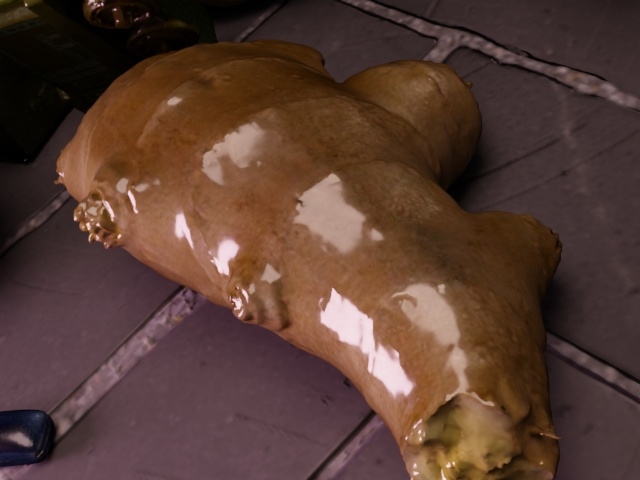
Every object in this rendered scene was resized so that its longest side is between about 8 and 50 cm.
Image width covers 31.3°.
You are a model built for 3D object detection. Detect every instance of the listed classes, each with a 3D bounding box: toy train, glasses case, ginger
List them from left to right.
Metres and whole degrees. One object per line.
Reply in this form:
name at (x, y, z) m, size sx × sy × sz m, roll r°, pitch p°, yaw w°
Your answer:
glasses case at (-0.200, 0.118, 0.685) m, size 0.083 × 0.023 × 0.033 m, roll -8°, pitch 49°, yaw 19°
toy train at (-0.151, -0.155, 0.776) m, size 0.137 × 0.225 × 0.090 m, roll -14°, pitch 77°, yaw 14°
ginger at (0.018, -0.005, 0.658) m, size 0.375 × 0.166 × 0.236 m, roll 42°, pitch 38°, yaw 24°

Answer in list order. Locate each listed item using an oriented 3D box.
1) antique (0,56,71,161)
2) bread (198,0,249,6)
antique at (-0.224, -0.171, 0.914) m, size 0.081 × 0.080 × 0.221 m, roll 7°, pitch 54°, yaw 31°
bread at (-0.099, -0.319, 0.908) m, size 0.176 × 0.195 × 0.246 m, roll -6°, pitch 46°, yaw 11°
